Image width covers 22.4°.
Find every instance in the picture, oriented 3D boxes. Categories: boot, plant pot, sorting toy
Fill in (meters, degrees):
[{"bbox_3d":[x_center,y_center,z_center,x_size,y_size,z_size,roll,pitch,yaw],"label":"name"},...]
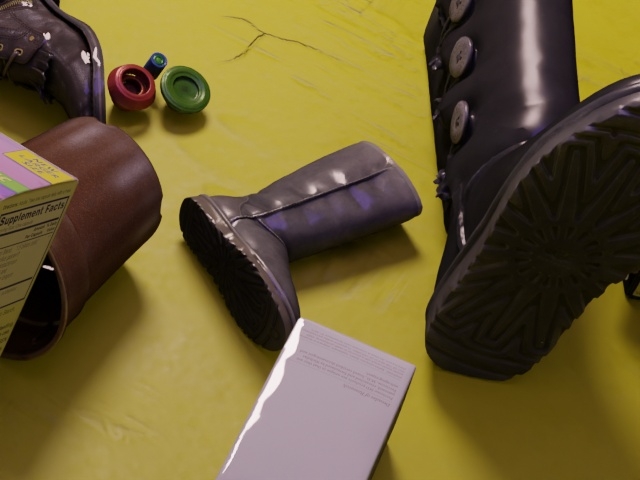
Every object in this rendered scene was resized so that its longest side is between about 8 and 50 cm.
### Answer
[{"bbox_3d":[0.210,-0.149,1.442,0.146,0.367,0.445,26,44,-19],"label":"boot"},{"bbox_3d":[0.001,-0.001,1.446,0.208,0.076,0.190,-12,55,-33],"label":"boot"},{"bbox_3d":[-0.226,-0.015,1.334,0.167,0.167,0.165,32,41,13],"label":"plant pot"},{"bbox_3d":[-0.159,-0.143,1.547,0.102,0.042,0.061,6,62,-27],"label":"sorting toy"},{"bbox_3d":[-0.331,-0.162,1.492,0.229,0.091,0.263,-17,51,-21],"label":"boot"}]

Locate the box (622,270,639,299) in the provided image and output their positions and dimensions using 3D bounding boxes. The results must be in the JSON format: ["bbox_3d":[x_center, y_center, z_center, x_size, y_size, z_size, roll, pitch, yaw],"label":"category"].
[{"bbox_3d":[0.372,-0.031,1.579,0.175,0.051,0.220,7,47,-9],"label":"box"}]

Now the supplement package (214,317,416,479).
[{"bbox_3d":[-0.011,0.169,1.256,0.105,0.105,0.179,23,46,5],"label":"supplement package"}]

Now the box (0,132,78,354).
[{"bbox_3d":[-0.335,0.013,1.197,0.213,0.243,0.117,31,17,12],"label":"box"}]
